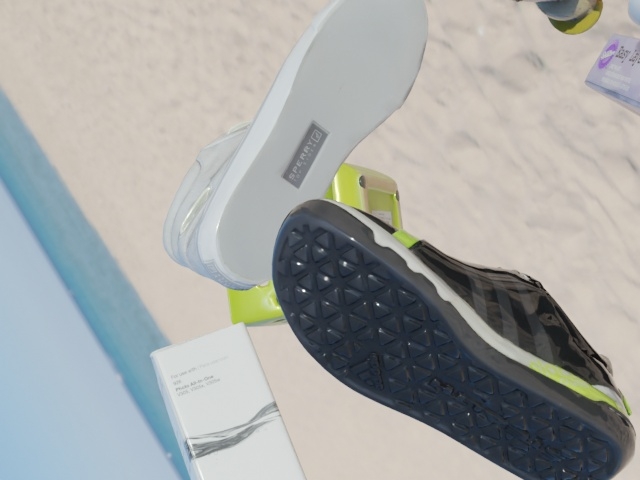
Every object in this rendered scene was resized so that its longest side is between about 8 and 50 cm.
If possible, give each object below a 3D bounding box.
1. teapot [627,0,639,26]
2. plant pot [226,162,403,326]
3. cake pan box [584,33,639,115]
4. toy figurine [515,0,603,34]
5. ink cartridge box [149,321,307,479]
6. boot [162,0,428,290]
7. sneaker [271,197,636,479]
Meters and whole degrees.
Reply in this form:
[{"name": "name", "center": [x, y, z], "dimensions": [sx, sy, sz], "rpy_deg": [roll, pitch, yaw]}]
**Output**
[{"name": "teapot", "center": [0.587, -0.404, 1.425], "dimensions": [0.187, 0.256, 0.252], "rpy_deg": [25, 143, 17]}, {"name": "plant pot", "center": [0.000, 0.000, 1.362], "dimensions": [0.228, 0.207, 0.227], "rpy_deg": [5, -102, -66]}, {"name": "cake pan box", "center": [0.405, -0.097, 0.897], "dimensions": [0.267, 0.070, 0.246], "rpy_deg": [27, -164, -8]}, {"name": "toy figurine", "center": [0.155, -0.266, 0.614], "dimensions": [0.209, 0.148, 0.213], "rpy_deg": [-49, 57, 31]}, {"name": "ink cartridge box", "center": [-0.101, 0.268, 1.174], "dimensions": [0.211, 0.121, 0.289], "rpy_deg": [111, 138, -70]}, {"name": "boot", "center": [-0.029, -0.086, 0.708], "dimensions": [0.095, 0.258, 0.123], "rpy_deg": [42, 164, -29]}, {"name": "sneaker", "center": [0.075, 0.049, 0.526], "dimensions": [0.234, 0.097, 0.084], "rpy_deg": [38, 126, -13]}]
